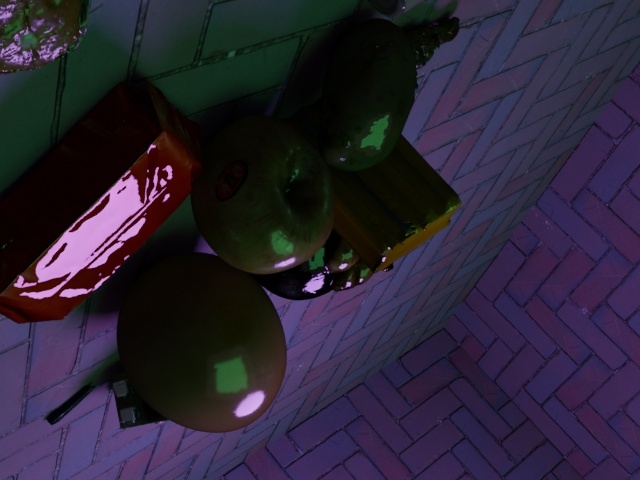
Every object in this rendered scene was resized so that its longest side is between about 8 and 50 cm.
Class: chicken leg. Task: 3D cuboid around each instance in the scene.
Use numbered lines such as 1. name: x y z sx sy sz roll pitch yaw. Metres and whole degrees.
1. chicken leg: 0.198 -0.375 1.652 0.198 0.069 0.085 -37 137 -35

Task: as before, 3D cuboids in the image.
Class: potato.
1. potato: 0.077 -0.243 1.464 0.165 0.165 0.262 10 98 -66

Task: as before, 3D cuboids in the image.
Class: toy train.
1. toy train: -0.321 0.329 1.896 0.261 0.134 0.177 -12 177 6

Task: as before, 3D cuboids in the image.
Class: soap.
1. soap: 0.077 -0.113 1.570 0.204 0.324 0.096 -30 158 -27

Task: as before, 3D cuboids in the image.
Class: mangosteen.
1. mangosteen: 0.000 0.000 1.687 0.275 0.302 0.275 -52 153 -41

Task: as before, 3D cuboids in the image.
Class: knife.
1. knife: -0.524 0.344 1.838 0.121 0.018 0.031 -43 162 -4

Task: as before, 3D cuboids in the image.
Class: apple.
1. apple: -0.093 -0.072 1.422 0.194 0.261 0.261 -12 -173 45

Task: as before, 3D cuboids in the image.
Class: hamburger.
1. hamburger: -0.318 -0.251 0.865 0.185 0.113 0.177 -49 155 -3

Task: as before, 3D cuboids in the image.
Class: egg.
1. egg: -0.216 0.198 1.636 0.301 0.301 0.374 -36 118 -17

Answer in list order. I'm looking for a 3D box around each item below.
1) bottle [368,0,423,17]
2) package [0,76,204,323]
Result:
1. bottle: 0.180 -0.457 1.355 0.253 0.120 0.120 -38 160 -16
2. package: -0.340 -0.036 1.240 0.423 0.123 0.196 -43 158 -1
